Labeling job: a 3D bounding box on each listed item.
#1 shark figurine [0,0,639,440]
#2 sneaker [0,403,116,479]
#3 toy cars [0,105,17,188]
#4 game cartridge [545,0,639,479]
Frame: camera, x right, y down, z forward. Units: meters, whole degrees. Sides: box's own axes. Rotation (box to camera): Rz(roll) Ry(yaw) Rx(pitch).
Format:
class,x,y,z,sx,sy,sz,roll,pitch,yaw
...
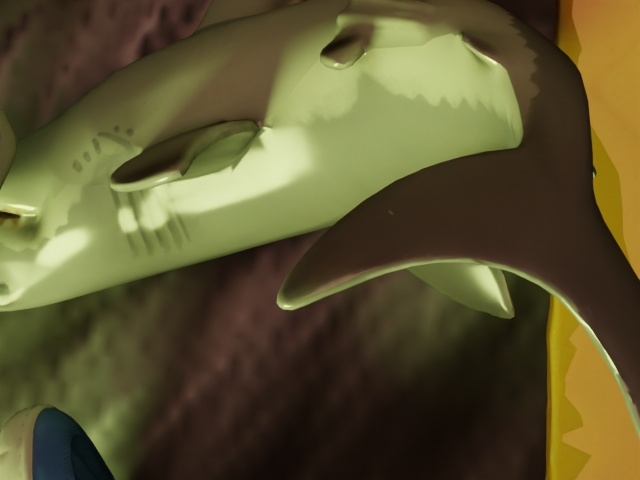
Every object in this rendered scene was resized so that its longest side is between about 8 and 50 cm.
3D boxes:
class,x,y,z,sx,sy,sz,roll,pitch,yaw
shark figurine,0.024,-0.010,0.481,0.166,0.278,0.116,-47,115,-21
sneaker,-0.027,0.106,0.526,0.084,0.058,0.152,-23,87,16
toy cars,-0.064,-0.078,0.438,0.087,0.176,0.393,27,117,-13
game cartridge,0.221,-0.037,0.486,0.324,0.053,0.285,0,88,13
